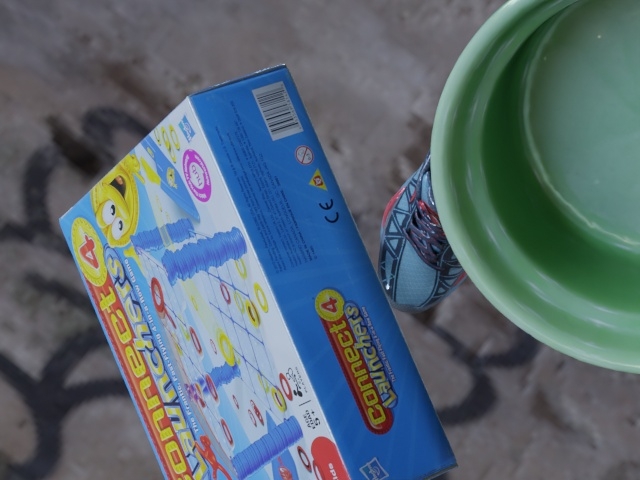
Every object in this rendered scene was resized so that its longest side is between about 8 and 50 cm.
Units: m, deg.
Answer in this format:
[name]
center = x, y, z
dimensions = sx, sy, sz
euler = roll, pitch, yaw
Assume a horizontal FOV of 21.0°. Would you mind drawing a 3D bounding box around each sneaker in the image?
[sneaker]
center = 0.112, -0.037, 1.629
dimensions = 0.261, 0.104, 0.125
euler = -66, -12, 25

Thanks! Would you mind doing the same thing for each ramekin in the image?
[ramekin]
center = 0.241, -0.071, 1.225
dimensions = 0.303, 0.303, 0.148
euler = -53, 0, 29

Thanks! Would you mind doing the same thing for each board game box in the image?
[board game box]
center = -0.061, 0.067, 1.302
dimensions = 0.086, 0.308, 0.302
euler = -20, -7, -30
